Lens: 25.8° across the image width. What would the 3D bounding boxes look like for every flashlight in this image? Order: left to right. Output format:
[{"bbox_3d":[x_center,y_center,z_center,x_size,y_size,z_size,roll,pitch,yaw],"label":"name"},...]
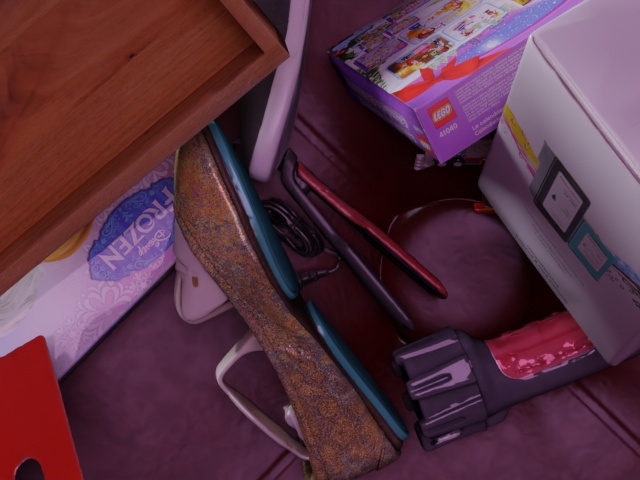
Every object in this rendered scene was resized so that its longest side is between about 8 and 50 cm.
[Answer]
[{"bbox_3d":[0.212,0.074,1.206,0.304,0.103,0.103,-20,60,-4],"label":"flashlight"}]

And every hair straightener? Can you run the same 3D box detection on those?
[{"bbox_3d":[0.000,0.000,1.221,0.230,0.047,0.089,43,83,1],"label":"hair straightener"}]

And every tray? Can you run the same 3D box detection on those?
[{"bbox_3d":[-0.247,-0.091,1.046,0.411,0.076,0.203,-38,111,10],"label":"tray"}]

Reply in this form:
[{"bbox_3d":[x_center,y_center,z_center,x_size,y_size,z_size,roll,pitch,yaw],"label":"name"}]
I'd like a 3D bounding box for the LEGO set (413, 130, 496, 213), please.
[{"bbox_3d":[0.206,-0.076,1.226,0.182,0.060,0.244,-41,73,-14],"label":"LEGO set"}]

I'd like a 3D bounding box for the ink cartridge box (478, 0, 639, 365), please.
[{"bbox_3d":[0.267,-0.066,1.048,0.198,0.270,0.197,-31,74,-12],"label":"ink cartridge box"}]

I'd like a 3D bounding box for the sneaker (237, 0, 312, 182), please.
[{"bbox_3d":[-0.082,-0.196,1.208,0.147,0.104,0.295,6,76,-2],"label":"sneaker"}]

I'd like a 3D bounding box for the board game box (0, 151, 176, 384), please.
[{"bbox_3d":[-0.297,-0.025,1.193,0.318,0.066,0.318,43,83,1],"label":"board game box"}]

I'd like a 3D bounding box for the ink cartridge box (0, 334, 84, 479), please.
[{"bbox_3d":[-0.353,0.269,1.044,0.385,0.091,0.308,-27,62,12],"label":"ink cartridge box"}]

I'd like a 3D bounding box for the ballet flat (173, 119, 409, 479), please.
[{"bbox_3d":[-0.052,0.063,1.149,0.123,0.123,0.348,-33,108,-6],"label":"ballet flat"}]

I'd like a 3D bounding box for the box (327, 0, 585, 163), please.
[{"bbox_3d":[0.169,-0.191,1.176,0.293,0.201,0.057,-33,118,-6],"label":"box"}]
